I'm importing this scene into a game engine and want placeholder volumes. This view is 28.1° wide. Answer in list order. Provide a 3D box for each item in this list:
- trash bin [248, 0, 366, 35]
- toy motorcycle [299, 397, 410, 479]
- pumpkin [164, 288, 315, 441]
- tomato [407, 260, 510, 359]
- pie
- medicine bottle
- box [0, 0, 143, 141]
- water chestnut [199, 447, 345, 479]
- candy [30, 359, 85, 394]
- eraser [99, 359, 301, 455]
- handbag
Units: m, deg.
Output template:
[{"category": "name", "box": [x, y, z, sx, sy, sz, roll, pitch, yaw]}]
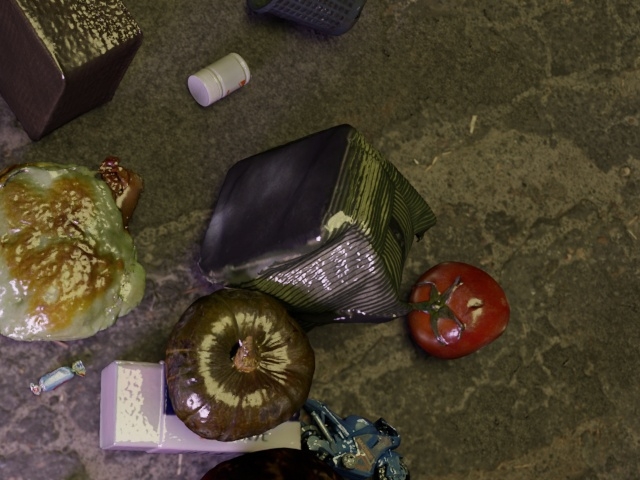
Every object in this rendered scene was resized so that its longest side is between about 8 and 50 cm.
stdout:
[{"category": "trash bin", "box": [-0.009, -0.427, 2.123, 0.161, 0.175, 0.176, 23, 66, -28]}, {"category": "toy motorcycle", "box": [0.051, 0.314, 1.968, 0.205, 0.076, 0.114, 21, 58, -16]}, {"category": "pumpkin", "box": [-0.110, 0.167, 1.788, 0.218, 0.162, 0.219, 6, 70, -18]}, {"category": "tomato", "box": [0.223, 0.113, 2.067, 0.167, 0.167, 0.167, 7, 71, -23]}, {"category": "pie", "box": [-0.381, 0.010, 1.848, 0.257, 0.105, 0.275, 1, 74, -17]}, {"category": "medicine bottle", "box": [-0.162, -0.259, 2.050, 0.089, 0.057, 0.057, -35, 91, -30]}, {"category": "box", "box": [-0.383, -0.285, 1.835, 0.143, 0.273, 0.184, -33, 89, -26]}, {"category": "water chestnut", "box": [-0.064, 0.465, 1.772, 0.302, 0.350, 0.350, -42, 95, 13]}, {"category": "candy", "box": [-0.375, 0.199, 1.832, 0.083, 0.020, 0.030, -28, 86, -28]}, {"category": "eraser", "box": [-0.173, 0.249, 1.872, 0.287, 0.086, 0.130, 6, 72, -23]}, {"category": "handbag", "box": [0.000, 0.000, 1.908, 0.240, 0.340, 0.247, 37, 56, -31]}]
